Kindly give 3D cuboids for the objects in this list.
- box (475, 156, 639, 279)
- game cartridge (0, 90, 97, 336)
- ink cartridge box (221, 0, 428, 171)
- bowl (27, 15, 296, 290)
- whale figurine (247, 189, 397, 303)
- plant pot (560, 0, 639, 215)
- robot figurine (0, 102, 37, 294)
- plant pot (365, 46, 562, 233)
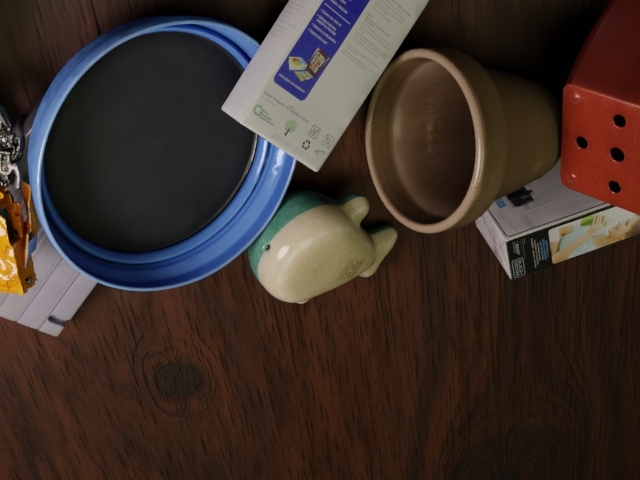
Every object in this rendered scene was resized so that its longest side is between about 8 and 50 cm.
[{"bbox_3d":[0.408,-0.060,1.667,0.289,0.169,0.087,-18,127,-2],"label":"box"},{"bbox_3d":[-0.397,-0.031,1.499,0.230,0.068,0.355,28,113,-28],"label":"game cartridge"},{"bbox_3d":[0.020,-0.272,1.398,0.165,0.065,0.333,31,95,-42],"label":"ink cartridge box"},{"bbox_3d":[-0.211,-0.120,1.406,0.391,0.077,0.391,-18,125,-28],"label":"bowl"},{"bbox_3d":[0.000,0.000,1.624,0.272,0.141,0.216,-1,131,-48],"label":"whale figurine"},{"bbox_3d":[0.488,-0.178,1.481,0.235,0.267,0.267,-39,138,-32],"label":"plant pot"},{"bbox_3d":[-0.477,-0.068,1.372,0.211,0.085,0.291,-1,110,10],"label":"robot figurine"},{"bbox_3d":[0.230,-0.151,1.509,0.229,0.263,0.263,-8,130,-33],"label":"plant pot"}]
